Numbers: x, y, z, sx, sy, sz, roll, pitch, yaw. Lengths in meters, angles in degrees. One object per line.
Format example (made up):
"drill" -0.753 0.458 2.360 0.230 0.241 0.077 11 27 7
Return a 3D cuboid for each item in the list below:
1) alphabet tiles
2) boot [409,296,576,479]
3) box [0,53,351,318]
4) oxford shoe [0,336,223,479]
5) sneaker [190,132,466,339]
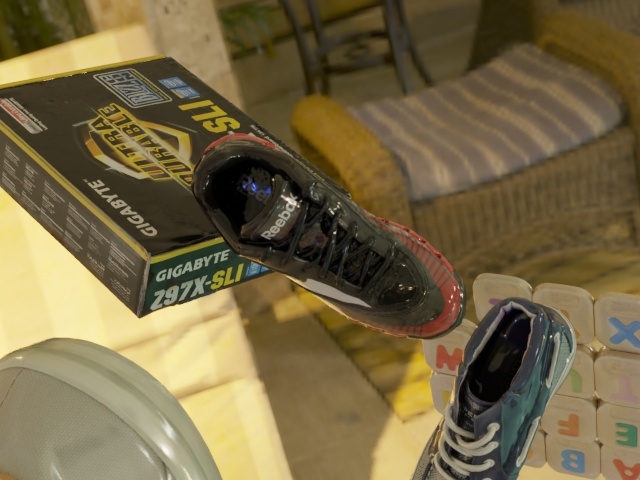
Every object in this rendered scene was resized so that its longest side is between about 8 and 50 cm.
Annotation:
"alphabet tiles" 0.238 0.144 1.265 0.284 0.278 0.021 9 47 21
"boot" 0.091 0.121 0.804 0.069 0.190 0.086 24 0 26
"box" -0.168 -0.069 1.332 0.257 0.079 0.322 -16 43 -41
"oxford shoe" -0.073 0.258 0.638 0.169 0.449 0.130 -3 30 34
"sneaker" 0.000 0.000 1.121 0.276 0.098 0.135 33 5 8
